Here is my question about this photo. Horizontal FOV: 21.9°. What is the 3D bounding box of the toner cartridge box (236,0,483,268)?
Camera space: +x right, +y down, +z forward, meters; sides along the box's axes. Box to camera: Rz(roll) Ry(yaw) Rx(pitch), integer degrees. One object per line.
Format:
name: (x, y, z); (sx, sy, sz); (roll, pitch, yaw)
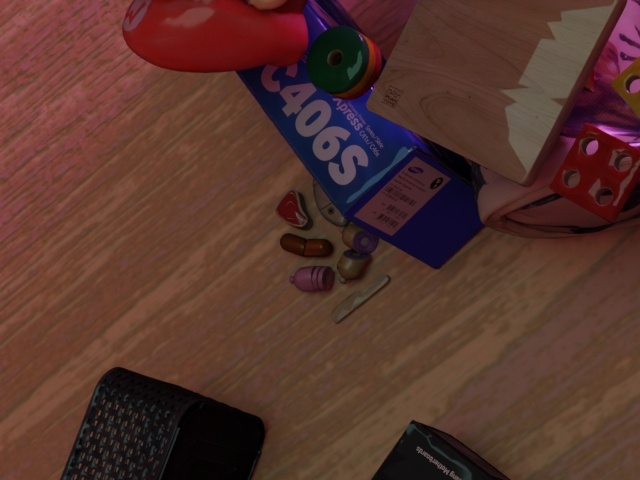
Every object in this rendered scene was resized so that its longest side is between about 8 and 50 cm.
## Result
toner cartridge box: (-0.012, -0.143, 1.249); (0.075, 0.165, 0.348); (-42, 61, 11)

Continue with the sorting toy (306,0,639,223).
sorting toy: (0.123, -0.110, 1.047); (0.274, 0.046, 0.132); (29, 94, 35)

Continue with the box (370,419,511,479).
box: (0.119, 0.305, 1.101); (0.307, 0.076, 0.242); (36, 93, 30)

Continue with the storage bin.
storage bin: (-0.129, 0.198, 1.237); (0.084, 0.122, 0.180); (17, 84, 31)

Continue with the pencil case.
pencil case: (0.162, -0.191, 1.172); (0.183, 0.160, 0.410); (-19, 68, 18)

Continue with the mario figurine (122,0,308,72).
mario figurine: (-0.032, -0.256, 1.092); (0.170, 0.198, 0.320); (38, 91, 20)

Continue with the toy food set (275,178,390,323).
toy food set: (0.000, 0.000, 1.285); (0.078, 0.019, 0.122); (-40, 61, 13)
